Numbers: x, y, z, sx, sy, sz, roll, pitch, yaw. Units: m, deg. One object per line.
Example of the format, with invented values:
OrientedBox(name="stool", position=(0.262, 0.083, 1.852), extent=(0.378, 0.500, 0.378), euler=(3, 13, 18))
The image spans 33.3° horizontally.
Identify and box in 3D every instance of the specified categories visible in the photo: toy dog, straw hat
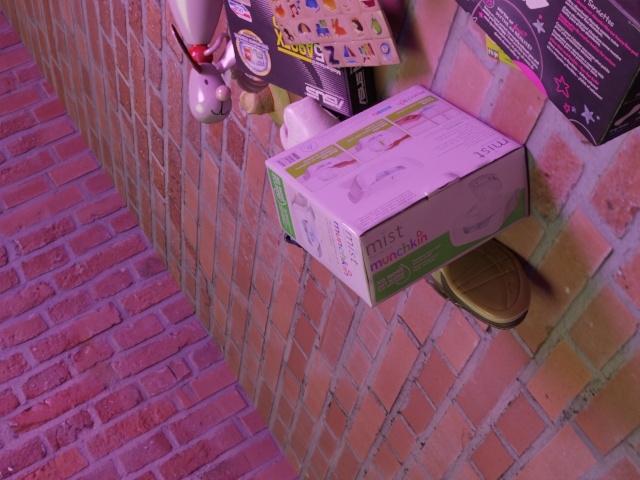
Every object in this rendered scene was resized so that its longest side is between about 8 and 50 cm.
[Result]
OrientedBox(name="toy dog", position=(-0.181, -0.383, 1.797), extent=(0.161, 0.220, 0.334), euler=(-16, 105, 55))
OrientedBox(name="straw hat", position=(-0.115, -0.262, 1.981), extent=(0.144, 0.061, 0.144), euler=(49, 156, 31))

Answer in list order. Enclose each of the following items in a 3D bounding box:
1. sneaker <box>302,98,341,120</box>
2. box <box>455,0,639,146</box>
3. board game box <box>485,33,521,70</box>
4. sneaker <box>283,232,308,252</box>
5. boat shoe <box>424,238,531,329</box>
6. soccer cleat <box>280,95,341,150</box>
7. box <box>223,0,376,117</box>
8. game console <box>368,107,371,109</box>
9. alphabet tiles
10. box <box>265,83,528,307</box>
OrientedBox(name="sneaker", position=(-0.007, -0.197, 1.818), extent=(0.178, 0.072, 0.077), euler=(108, 143, -53))
OrientedBox(name="box", position=(0.251, -0.240, 0.978), extent=(0.247, 0.163, 0.142), euler=(53, 154, 24))
OrientedBox(name="board game box", position=(0.252, -0.223, 1.169), extent=(0.181, 0.043, 0.092), euler=(39, 150, 47))
OrientedBox(name="sneaker", position=(0.000, 0.000, 2.009), extent=(0.209, 0.082, 0.069), euler=(16, 129, 61))
OrientedBox(name="boat shoe", position=(0.210, 0.048, 1.543), extent=(0.285, 0.102, 0.092), euler=(44, 158, 49))
OrientedBox(name="soccer cleat", position=(-0.002, -0.151, 1.711), extent=(0.143, 0.116, 0.331), euler=(59, 176, 3))
OrientedBox(name="box", position=(-0.040, -0.329, 1.641), extent=(0.270, 0.060, 0.216), euler=(29, 142, 37))
OrientedBox(name="game console", position=(0.079, -0.124, 1.679), extent=(0.071, 0.107, 0.122), euler=(24, 147, 15))
OrientedBox(name="alphabet tiles", position=(0.002, -0.334, 1.506), extent=(0.237, 0.009, 0.198), euler=(9, 129, 52))
OrientedBox(name="box", position=(0.101, -0.070, 1.413), extent=(0.231, 0.262, 0.127), euler=(40, 151, 45))
